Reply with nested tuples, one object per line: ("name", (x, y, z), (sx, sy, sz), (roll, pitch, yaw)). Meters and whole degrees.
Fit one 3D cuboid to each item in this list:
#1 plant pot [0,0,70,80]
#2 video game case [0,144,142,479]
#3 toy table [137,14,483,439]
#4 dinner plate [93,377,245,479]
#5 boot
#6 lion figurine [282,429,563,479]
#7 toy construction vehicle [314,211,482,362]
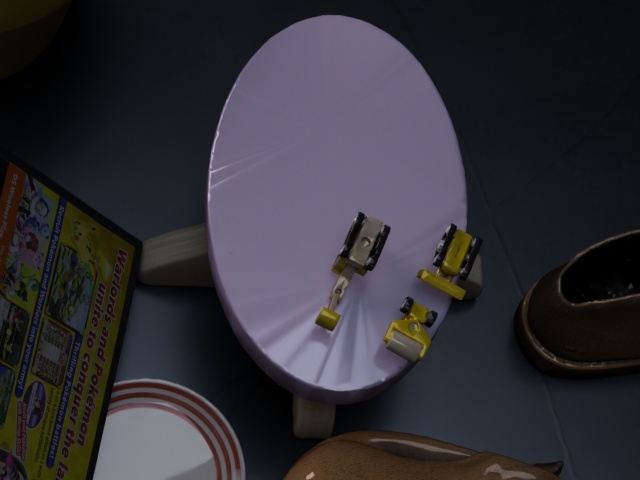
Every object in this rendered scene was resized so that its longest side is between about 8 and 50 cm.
("plant pot", (-0.260, -0.231, 1.395), (0.254, 0.239, 0.254), (3, 66, -6))
("video game case", (-0.227, 0.073, 1.273), (0.035, 0.248, 0.275), (-8, 60, 34))
("toy table", (0.000, 0.000, 1.377), (0.252, 0.161, 0.274), (13, 66, -2))
("dinner plate", (-0.123, 0.164, 1.369), (0.141, 0.017, 0.141), (3, 67, -7))
("boot", (0.300, 0.030, 1.431), (0.305, 0.115, 0.112), (-11, 68, -13))
("lion figurine", (-0.008, 0.249, 1.303), (0.240, 0.142, 0.392), (25, 52, 11))
("toy construction vehicle", (0.048, 0.027, 1.269), (0.086, 0.035, 0.098), (25, 67, -8))
